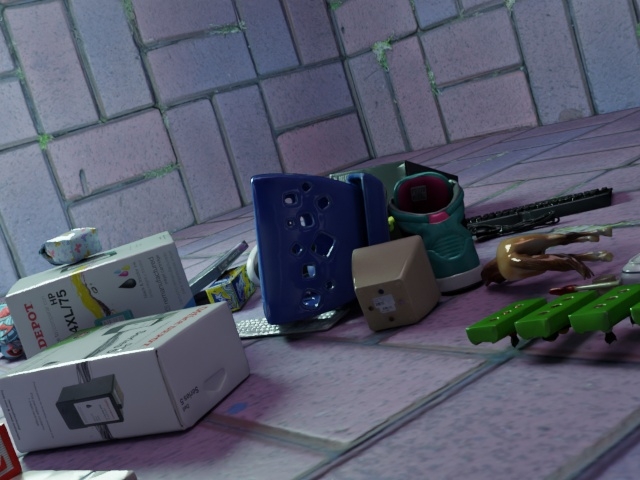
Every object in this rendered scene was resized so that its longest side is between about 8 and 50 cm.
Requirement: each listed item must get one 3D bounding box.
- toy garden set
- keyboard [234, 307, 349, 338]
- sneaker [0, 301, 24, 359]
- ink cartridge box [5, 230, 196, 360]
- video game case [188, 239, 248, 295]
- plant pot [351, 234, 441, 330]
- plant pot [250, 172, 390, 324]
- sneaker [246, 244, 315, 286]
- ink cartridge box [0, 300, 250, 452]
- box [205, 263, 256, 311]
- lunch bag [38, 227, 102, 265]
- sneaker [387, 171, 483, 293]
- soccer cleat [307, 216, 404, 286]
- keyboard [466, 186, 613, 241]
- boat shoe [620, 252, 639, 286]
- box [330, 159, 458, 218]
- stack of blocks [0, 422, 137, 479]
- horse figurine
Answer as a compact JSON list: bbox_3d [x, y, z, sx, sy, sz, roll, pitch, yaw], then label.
[{"bbox_3d":[0.321,0.077,0.956,0.204,0.049,0.244,-19,3,-42],"label":"toy garden set"},{"bbox_3d":[-0.071,0.139,1.417,0.256,0.014,0.072,-11,11,37],"label":"keyboard"},{"bbox_3d":[-0.629,0.194,1.849,0.104,0.125,0.262,21,-23,-33],"label":"sneaker"},{"bbox_3d":[-0.345,0.125,1.425,0.270,0.198,0.197,-19,9,-10],"label":"ink cartridge box"},{"bbox_3d":[-0.259,0.088,1.843,0.196,0.026,0.274,-36,4,12],"label":"video game case"},{"bbox_3d":[0.103,0.071,1.248,0.109,0.109,0.096,-13,23,21],"label":"plant pot"},{"bbox_3d":[0.000,0.000,1.416,0.212,0.235,0.236,-6,3,-6],"label":"plant pot"},{"bbox_3d":[-0.013,0.015,1.769,0.147,0.104,0.296,-16,3,44],"label":"sneaker"},{"bbox_3d":[-0.264,0.183,1.175,0.273,0.114,0.198,-13,9,24],"label":"ink cartridge box"},{"bbox_3d":[-0.177,0.097,1.728,0.054,0.059,0.169,-19,8,9],"label":"box"},{"bbox_3d":[-0.424,0.011,1.463,0.083,0.053,0.071,-2,17,30],"label":"lunch bag"},{"bbox_3d":[0.172,-0.024,1.426,0.124,0.178,0.295,-18,9,-7],"label":"sneaker"},{"bbox_3d":[0.108,0.010,1.632,0.289,0.093,0.121,-19,2,-15],"label":"soccer cleat"},{"bbox_3d":[0.394,-0.049,1.658,0.317,0.033,0.201,-14,9,23],"label":"keyboard"},{"bbox_3d":[0.463,-0.006,1.103,0.226,0.075,0.083,-22,10,-28],"label":"boat shoe"},{"bbox_3d":[0.168,-0.096,1.871,0.184,0.103,0.261,-6,-7,32],"label":"box"},{"bbox_3d":[-0.259,0.236,0.660,0.297,0.171,0.087,-10,11,34],"label":"stack of blocks"},{"bbox_3d":[0.297,0.022,1.158,0.175,0.066,0.263,-10,-2,12],"label":"horse figurine"}]
